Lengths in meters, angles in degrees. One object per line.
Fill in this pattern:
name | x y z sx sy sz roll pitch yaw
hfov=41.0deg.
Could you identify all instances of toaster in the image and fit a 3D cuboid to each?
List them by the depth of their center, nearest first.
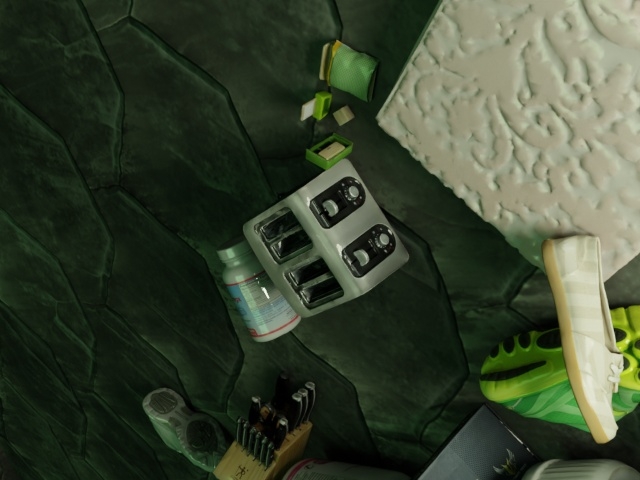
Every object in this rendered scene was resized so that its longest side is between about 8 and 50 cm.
toaster | 0.000 0.000 1.176 0.186 0.110 0.168 -26 97 50

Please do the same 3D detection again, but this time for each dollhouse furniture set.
dollhouse furniture set | 0.017 -0.169 1.077 0.076 0.058 0.151 32 136 23

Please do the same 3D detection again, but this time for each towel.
towel | 0.242 -0.132 0.891 0.332 0.053 0.317 44 140 11

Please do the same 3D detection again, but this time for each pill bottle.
pill bottle | -0.100 0.071 1.342 0.087 0.087 0.160 -11 109 47
pill bottle | 0.071 0.449 1.393 0.283 0.160 0.160 -5 114 46

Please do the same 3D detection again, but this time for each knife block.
knife block | -0.070 0.342 1.530 0.088 0.242 0.276 36 -178 21

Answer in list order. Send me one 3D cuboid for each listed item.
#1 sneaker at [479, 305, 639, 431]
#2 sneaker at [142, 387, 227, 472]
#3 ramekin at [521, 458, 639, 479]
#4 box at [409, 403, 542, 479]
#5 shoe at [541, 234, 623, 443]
sneaker | 0.331 0.154 0.993 0.295 0.109 0.123 -14 135 44
sneaker | -0.269 0.403 1.761 0.232 0.090 0.115 36 145 33
ramekin | 0.340 0.366 1.044 0.109 0.207 0.207 -25 99 41
box | 0.210 0.358 1.135 0.183 0.233 0.059 47 142 9
shoe | 0.282 0.100 0.888 0.058 0.076 0.219 -14 84 21
